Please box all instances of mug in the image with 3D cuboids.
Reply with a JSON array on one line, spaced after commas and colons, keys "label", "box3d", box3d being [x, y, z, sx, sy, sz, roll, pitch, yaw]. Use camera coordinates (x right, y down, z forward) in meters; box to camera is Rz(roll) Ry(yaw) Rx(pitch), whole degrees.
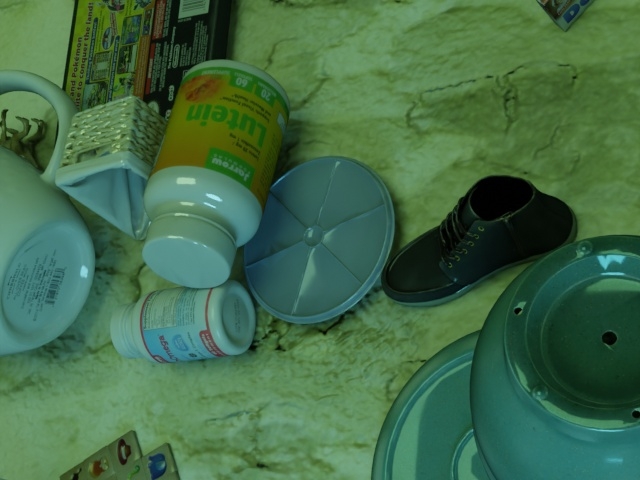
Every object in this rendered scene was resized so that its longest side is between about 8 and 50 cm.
[{"label": "mug", "box3d": [-0.435, -0.041, 1.659, 0.328, 0.276, 0.374, 20, 80, 30]}]

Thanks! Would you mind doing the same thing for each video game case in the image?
[{"label": "video game case", "box3d": [-0.230, -0.252, 1.740, 0.248, 0.035, 0.275, -5, 71, 30]}]

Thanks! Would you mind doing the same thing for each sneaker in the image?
[{"label": "sneaker", "box3d": [0.142, -0.007, 1.368, 0.222, 0.118, 0.083, -25, 59, 22]}]

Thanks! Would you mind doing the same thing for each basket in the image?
[{"label": "basket", "box3d": [-0.224, -0.087, 1.611, 0.113, 0.167, 0.103, -13, 58, 28]}]

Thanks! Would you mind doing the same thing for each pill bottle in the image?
[{"label": "pill bottle", "box3d": [-0.124, -0.074, 1.518, 0.136, 0.136, 0.246, -8, 52, 30]}, {"label": "pill bottle", "box3d": [-0.162, 0.097, 1.539, 0.160, 0.087, 0.087, -10, 66, 30]}]

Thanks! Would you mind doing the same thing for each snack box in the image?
[{"label": "snack box", "box3d": [0.306, -0.309, 1.421, 0.178, 0.064, 0.022, -48, 54, 7]}]

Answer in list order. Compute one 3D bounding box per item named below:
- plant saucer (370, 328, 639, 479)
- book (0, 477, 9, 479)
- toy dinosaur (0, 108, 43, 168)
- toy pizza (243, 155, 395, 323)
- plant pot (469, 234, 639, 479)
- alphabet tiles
[{"label": "plant saucer", "box3d": [0.180, 0.227, 1.297, 0.317, 0.043, 0.318, -13, 64, 29]}, {"label": "book", "box3d": [-0.375, 0.328, 1.545, 0.035, 0.144, 0.096, -20, 61, 25]}, {"label": "toy dinosaur", "box3d": [-0.412, -0.124, 1.825, 0.183, 0.053, 0.093, 25, 102, 40]}, {"label": "toy pizza", "box3d": [0.000, 0.000, 1.511, 0.201, 0.032, 0.201, -12, 66, 29]}, {"label": "plant pot", "box3d": [0.259, 0.113, 1.154, 0.293, 0.196, 0.293, -8, 62, 15]}, {"label": "alphabet tiles", "box3d": [-0.231, 0.348, 1.530, 0.198, 0.009, 0.237, -34, 56, 17]}]
